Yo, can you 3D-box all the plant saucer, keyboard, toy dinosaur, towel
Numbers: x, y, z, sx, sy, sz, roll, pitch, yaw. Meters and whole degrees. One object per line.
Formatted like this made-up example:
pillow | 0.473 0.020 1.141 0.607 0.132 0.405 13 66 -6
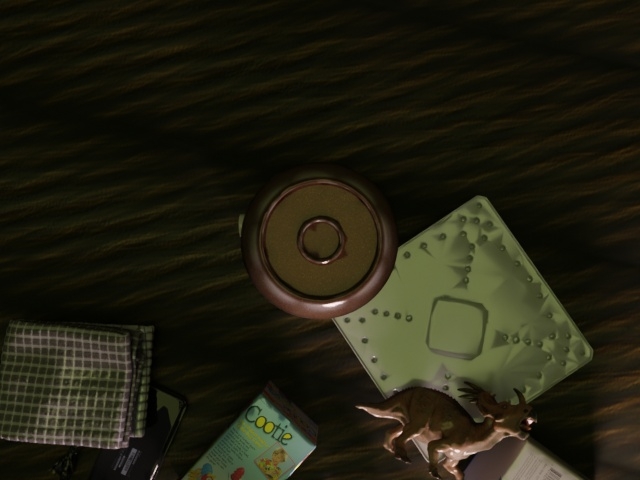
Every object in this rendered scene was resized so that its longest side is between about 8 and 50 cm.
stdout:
plant saucer | 0.000 0.000 1.131 0.311 0.050 0.310 0 90 -3
keyboard | -0.420 0.428 1.191 0.202 0.033 0.317 25 87 1
toy dinosaur | 0.226 0.327 1.087 0.296 0.127 0.200 21 77 19
towel | -0.479 0.273 1.134 0.284 0.121 0.234 2 79 7

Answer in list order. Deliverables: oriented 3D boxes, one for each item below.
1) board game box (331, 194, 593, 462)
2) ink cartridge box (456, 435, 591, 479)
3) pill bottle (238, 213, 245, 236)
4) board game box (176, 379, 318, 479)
board game box | 0.269 0.173 1.173 0.390 0.050 0.390 -34 86 0
ink cartridge box | 0.409 0.484 1.092 0.233 0.168 0.171 36 89 3
pill bottle | -0.104 -0.030 1.187 0.117 0.065 0.065 -1 87 1
board game box | -0.149 0.428 1.126 0.144 0.142 0.275 43 89 4
